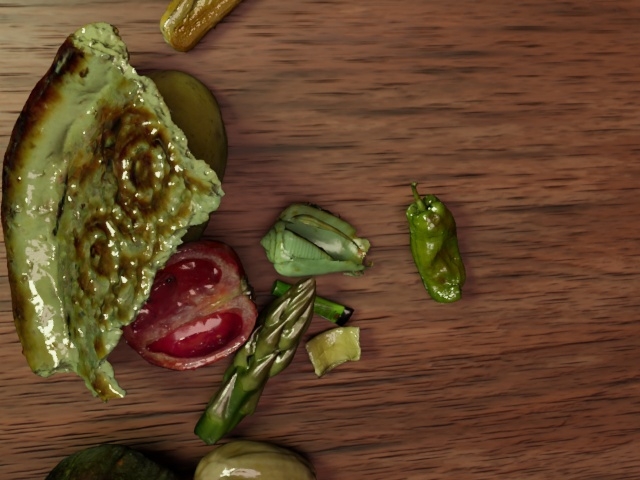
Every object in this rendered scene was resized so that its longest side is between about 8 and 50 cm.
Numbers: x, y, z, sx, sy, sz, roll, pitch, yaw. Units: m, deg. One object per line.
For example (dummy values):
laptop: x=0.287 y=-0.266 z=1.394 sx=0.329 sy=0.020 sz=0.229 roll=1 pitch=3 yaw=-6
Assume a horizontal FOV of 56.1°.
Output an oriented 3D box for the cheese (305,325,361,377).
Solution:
cheese: x=0.026 y=0.158 z=0.874 sx=0.084 sy=0.041 sz=0.060 roll=-20 pitch=97 yaw=11

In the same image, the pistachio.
pistachio: x=-0.092 y=0.348 z=0.865 sx=0.186 sy=0.108 sz=0.126 roll=4 pitch=129 yaw=-17

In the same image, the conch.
conch: x=0.000 y=0.000 z=0.824 sx=0.170 sy=0.079 sz=0.105 roll=6 pitch=107 yaw=-26

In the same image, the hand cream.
hand cream: x=-0.013 y=0.090 z=0.862 sx=0.122 sy=0.023 sz=0.036 roll=25 pitch=117 yaw=-14

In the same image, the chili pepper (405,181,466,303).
chili pepper: x=0.159 y=-0.010 z=0.845 sx=0.072 sy=0.073 sz=0.204 roll=-29 pitch=117 yaw=-20

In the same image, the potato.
potato: x=-0.207 y=-0.078 z=0.752 sx=0.160 sy=0.111 sz=0.271 roll=19 pitch=98 yaw=-11

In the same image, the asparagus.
asparagus: x=-0.082 y=0.165 z=0.839 sx=0.080 sy=0.080 sz=0.287 roll=27 pitch=106 yaw=-14

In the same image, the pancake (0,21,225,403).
pancake: x=-0.278 y=-0.014 z=0.693 sx=0.305 sy=0.067 sz=0.426 roll=40 pitch=112 yaw=24

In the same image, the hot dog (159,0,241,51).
hot dog: x=-0.119 y=-0.326 z=0.745 sx=0.215 sy=0.047 sz=0.066 roll=-46 pitch=141 yaw=3

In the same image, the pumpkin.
pumpkin: x=-0.276 y=0.392 z=0.797 sx=0.238 sy=0.159 sz=0.237 roll=2 pitch=103 yaw=10

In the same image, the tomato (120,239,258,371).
tomato: x=-0.176 y=0.072 z=0.787 sx=0.173 sy=0.099 sz=0.189 roll=-20 pitch=124 yaw=-4
